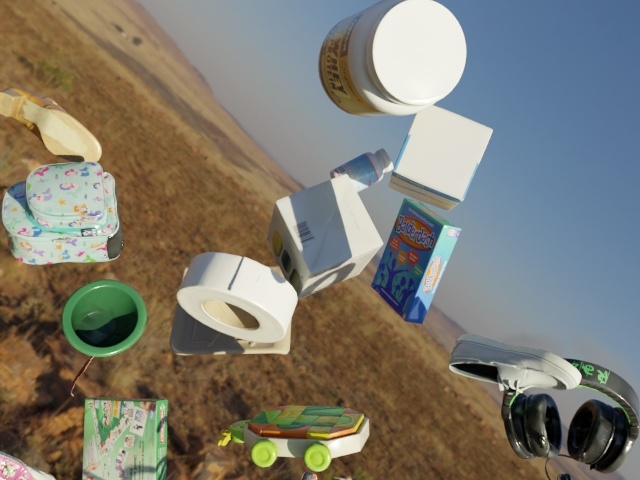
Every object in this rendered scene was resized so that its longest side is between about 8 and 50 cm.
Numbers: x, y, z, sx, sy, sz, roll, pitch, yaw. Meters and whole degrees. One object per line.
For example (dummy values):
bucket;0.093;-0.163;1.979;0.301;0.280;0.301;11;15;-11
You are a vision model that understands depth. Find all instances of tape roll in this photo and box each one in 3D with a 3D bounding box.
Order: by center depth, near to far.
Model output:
tape roll;-0.203;0.143;1.600;0.286;0.100;0.286;16;-29;9

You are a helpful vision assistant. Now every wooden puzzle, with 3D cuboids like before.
wooden puzzle;-0.262;0.220;1.997;0.081;0.347;0.322;93;-2;-48

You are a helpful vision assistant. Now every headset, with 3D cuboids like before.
headset;0.475;0.393;1.264;0.243;0.185;0.394;4;-46;22

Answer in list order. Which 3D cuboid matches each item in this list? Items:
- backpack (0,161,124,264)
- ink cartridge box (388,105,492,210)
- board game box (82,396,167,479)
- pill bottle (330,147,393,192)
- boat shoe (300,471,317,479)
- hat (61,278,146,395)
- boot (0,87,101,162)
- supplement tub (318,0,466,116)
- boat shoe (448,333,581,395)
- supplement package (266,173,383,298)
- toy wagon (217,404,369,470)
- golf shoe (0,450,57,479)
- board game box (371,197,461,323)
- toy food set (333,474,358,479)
backpack;-0.594;-0.059;1.499;0.191;0.253;0.225;98;-21;-48
ink cartridge box;0.265;-0.184;1.500;0.168;0.171;0.233;23;-3;5
board game box;-0.462;0.533;1.535;0.046;0.213;0.318;15;73;-66
pill bottle;0.113;-0.186;1.781;0.087;0.160;0.087;62;-3;6
boat shoe;-0.029;0.599;1.595;0.137;0.043;0.049;14;69;-73
hat;-0.514;0.209;1.496;0.173;0.208;0.183;53;-33;6
boot;-0.662;-0.298;1.645;0.295;0.104;0.211;30;11;-9
supplement tub;0.140;-0.374;1.357;0.228;0.228;0.316;44;-5;-19
boat shoe;0.328;0.229;1.131;0.227;0.081;0.079;10;-38;39
supplement package;0.000;0.000;1.647;0.199;0.198;0.263;64;-17;13
toy wagon;-0.069;0.434;1.478;0.267;0.344;0.068;-8;97;-75
golf shoe;-0.657;0.547;1.435;0.140;0.115;0.306;25;-27;55
board game box;0.189;0.039;1.333;0.047;0.210;0.160;11;17;-27
toy food set;0.092;0.742;2.000;0.077;0.019;0.122;-5;-40;34
